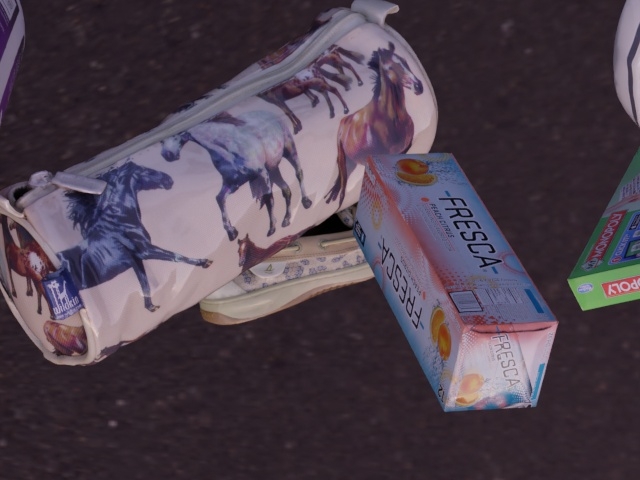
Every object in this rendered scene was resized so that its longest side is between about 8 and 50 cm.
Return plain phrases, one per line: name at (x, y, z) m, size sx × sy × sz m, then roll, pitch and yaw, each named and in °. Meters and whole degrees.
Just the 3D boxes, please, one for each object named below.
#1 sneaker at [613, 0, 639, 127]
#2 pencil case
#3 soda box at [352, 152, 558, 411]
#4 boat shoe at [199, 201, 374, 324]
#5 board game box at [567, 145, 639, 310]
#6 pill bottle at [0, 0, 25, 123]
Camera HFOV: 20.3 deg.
sneaker at (0.277, -0.059, 1.133) m, size 0.126 × 0.127 × 0.321 m, roll -37°, pitch 144°, yaw -7°
pencil case at (-0.090, -0.058, 1.552) m, size 0.410 × 0.160 × 0.183 m, roll -32°, pitch 141°, yaw -21°
soda box at (0.075, 0.020, 1.038) m, size 0.058 × 0.183 × 0.063 m, roll -1°, pitch 124°, yaw -17°
boat shoe at (0.000, 0.000, 1.845) m, size 0.285 × 0.104 × 0.089 m, roll -23°, pitch 108°, yaw -26°
board game box at (0.419, -0.044, 1.980) m, size 0.046 × 0.213 × 0.317 m, roll 61°, pitch 37°, yaw -19°
pill bottle at (-0.335, -0.144, 1.429) m, size 0.181 × 0.323 × 0.181 m, roll -1°, pitch 114°, yaw -3°
